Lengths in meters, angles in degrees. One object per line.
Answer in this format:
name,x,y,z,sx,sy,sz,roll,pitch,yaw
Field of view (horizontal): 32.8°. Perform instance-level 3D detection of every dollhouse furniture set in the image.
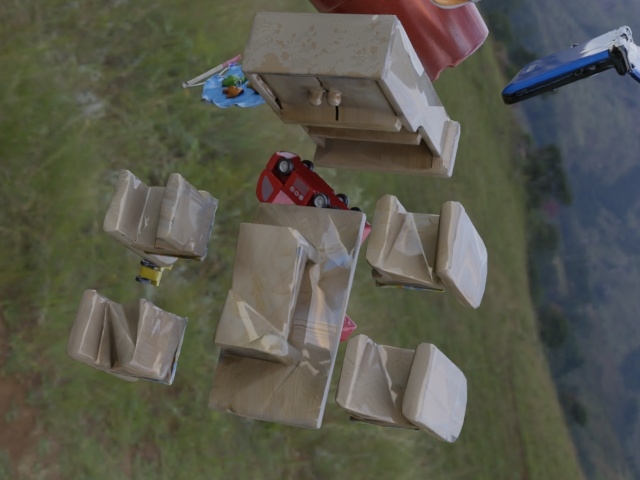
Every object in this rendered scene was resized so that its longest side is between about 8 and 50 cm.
dollhouse furniture set,0.000,0.000,1.136,0.256,0.362,0.394,44,55,-62

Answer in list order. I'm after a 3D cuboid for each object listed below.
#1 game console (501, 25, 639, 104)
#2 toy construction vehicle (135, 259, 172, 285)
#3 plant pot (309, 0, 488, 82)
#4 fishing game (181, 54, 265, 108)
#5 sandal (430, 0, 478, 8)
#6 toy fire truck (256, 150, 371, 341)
game console,0.416,-0.198,1.545,0.173,0.250,0.293,68,21,-8
toy construction vehicle,-0.176,0.010,1.249,0.098,0.035,0.086,12,94,-88
plant pot,0.136,-0.409,1.866,0.265,0.272,0.272,53,14,-14
fishing game,-0.118,-0.276,1.837,0.264,0.189,0.041,21,-44,46
sandal,0.249,-0.380,1.383,0.102,0.265,0.076,60,17,-19
toy fire truck,-0.014,0.006,1.206,0.192,0.135,0.047,45,24,26
